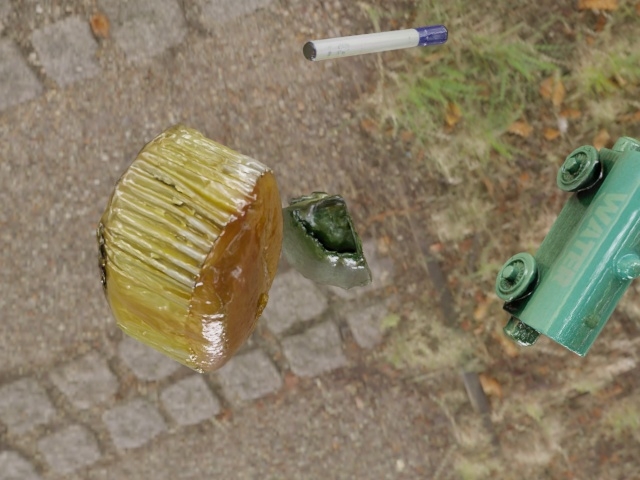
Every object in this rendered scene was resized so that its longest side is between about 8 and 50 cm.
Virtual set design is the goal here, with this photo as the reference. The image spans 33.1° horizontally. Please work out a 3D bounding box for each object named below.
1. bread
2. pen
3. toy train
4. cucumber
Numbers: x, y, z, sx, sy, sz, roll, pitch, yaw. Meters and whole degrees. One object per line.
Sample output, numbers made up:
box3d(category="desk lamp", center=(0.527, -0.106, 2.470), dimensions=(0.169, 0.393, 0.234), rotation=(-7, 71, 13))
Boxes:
box3d(category="bread", center=(-0.088, 0.012, 0.801), dimensions=(0.114, 0.132, 0.190), rotation=(26, 149, 8))
box3d(category="pen", center=(0.088, -0.304, 1.659), dimensions=(0.269, 0.033, 0.033), rotation=(-15, 139, -34))
box3d(category="toy train", center=(0.280, 0.010, 1.106), dimensions=(0.101, 0.159, 0.248), rotation=(30, 93, -22))
box3d(category="cucumber", center=(-0.001, 0.003, 1.373), dimensions=(0.105, 0.325, 0.145), rotation=(-21, 90, -2))
